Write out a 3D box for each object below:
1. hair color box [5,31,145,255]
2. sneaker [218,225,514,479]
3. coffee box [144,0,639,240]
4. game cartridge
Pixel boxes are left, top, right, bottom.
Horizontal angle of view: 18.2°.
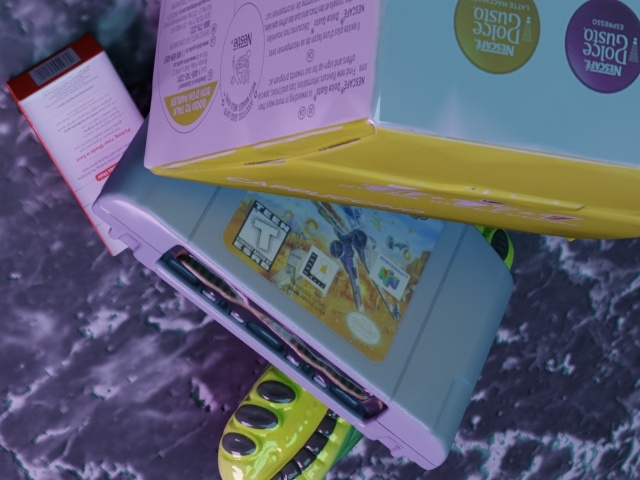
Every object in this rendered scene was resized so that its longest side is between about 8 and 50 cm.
[{"bbox_3d":[-0.153,-0.067,1.396,0.072,0.043,0.141,-32,121,-6],"label":"hair color box"},{"bbox_3d":[0.025,0.080,1.515,0.109,0.123,0.295,45,75,0],"label":"sneaker"},{"bbox_3d":[0.117,-0.187,1.211,0.337,0.338,0.334,8,84,-25],"label":"coffee box"},{"bbox_3d":[0.000,0.000,1.386,0.297,0.198,0.062,38,141,-13],"label":"game cartridge"}]
